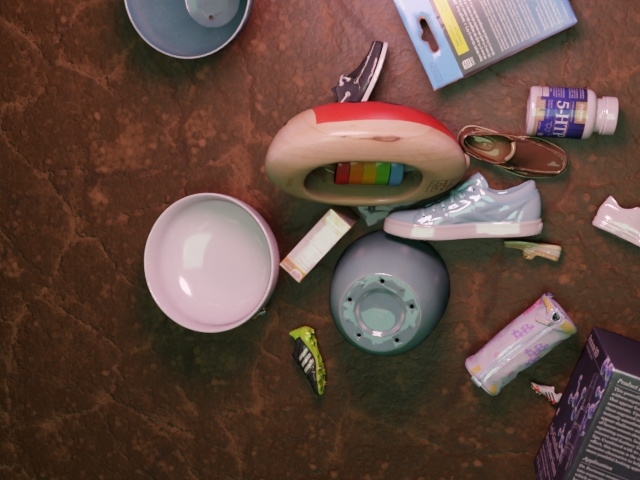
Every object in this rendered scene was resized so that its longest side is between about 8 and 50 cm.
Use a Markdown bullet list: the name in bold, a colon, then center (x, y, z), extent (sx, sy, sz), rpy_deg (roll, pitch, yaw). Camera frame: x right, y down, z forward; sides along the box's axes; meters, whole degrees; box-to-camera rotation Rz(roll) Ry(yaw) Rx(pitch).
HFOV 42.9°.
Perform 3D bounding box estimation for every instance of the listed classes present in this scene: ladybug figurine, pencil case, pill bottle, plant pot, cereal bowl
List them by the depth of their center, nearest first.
- **ladybug figurine**: center (0.102, -0.194, 1.774), extent (0.449, 0.305, 0.162), rpy_deg (2, 66, -10)
- **pill bottle**: center (0.554, -0.281, 1.802), extent (0.187, 0.112, 0.112), rpy_deg (5, 102, 10)
- **plant pot**: center (-0.274, -0.562, 1.860), extent (0.290, 0.195, 0.290), rpy_deg (2, 102, 11)
- **plant pot**: center (0.151, 0.138, 1.901), extent (0.293, 0.235, 0.293), rpy_deg (2, 102, 11)
- **pencil case**: center (0.472, 0.248, 1.920), extent (0.273, 0.124, 0.113), rpy_deg (-43, 91, 16)
- **cereal bowl**: center (-0.250, 0.055, 1.993), extent (0.339, 0.141, 0.339), rpy_deg (-1, 88, 17)

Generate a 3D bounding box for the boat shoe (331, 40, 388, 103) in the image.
- **boat shoe**: center (0.065, -0.329, 1.886), extent (0.091, 0.114, 0.302), rpy_deg (24, 104, -1)

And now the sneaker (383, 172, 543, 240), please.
- **sneaker**: center (0.327, -0.083, 1.884), extent (0.366, 0.135, 0.150), rpy_deg (-3, 98, 1)

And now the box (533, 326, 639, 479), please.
- **box**: center (0.659, 0.443, 1.835), extent (0.212, 0.293, 0.395), rpy_deg (21, 104, 6)

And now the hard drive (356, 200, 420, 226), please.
- **hard drive**: center (0.183, -0.162, 1.927), extent (0.255, 0.054, 0.172), rpy_deg (-31, 94, 15)

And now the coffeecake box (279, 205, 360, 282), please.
- **coffeecake box**: center (0.000, 0.000, 1.949), extent (0.068, 0.142, 0.185), rpy_deg (43, 106, 0)

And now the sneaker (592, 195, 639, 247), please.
- **sneaker**: center (0.732, -0.030, 1.842), extent (0.212, 0.080, 0.094), rpy_deg (26, 93, 6)

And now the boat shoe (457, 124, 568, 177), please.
- **boat shoe**: center (0.435, -0.195, 1.850), extent (0.257, 0.095, 0.095), rpy_deg (13, 103, 8)

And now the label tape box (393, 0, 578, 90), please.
- **label tape box**: center (0.357, -0.510, 1.796), extent (0.334, 0.106, 0.240), rpy_deg (-24, 96, 15)

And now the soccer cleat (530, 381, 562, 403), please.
- **soccer cleat**: center (0.548, 0.364, 1.979), extent (0.083, 0.029, 0.035), rpy_deg (36, 97, -1)

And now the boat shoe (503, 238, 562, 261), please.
- **boat shoe**: center (0.495, 0.024, 1.907), extent (0.135, 0.050, 0.045), rpy_deg (8, 97, 9)

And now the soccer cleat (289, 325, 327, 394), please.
- **soccer cleat**: center (-0.031, 0.306, 2.066), extent (0.072, 0.060, 0.179), rpy_deg (-12, 92, 23)

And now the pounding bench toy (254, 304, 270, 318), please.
- **pounding bench toy**: center (-0.180, 0.169, 2.065), extent (0.083, 0.052, 0.065), rpy_deg (-26, 96, 15)
